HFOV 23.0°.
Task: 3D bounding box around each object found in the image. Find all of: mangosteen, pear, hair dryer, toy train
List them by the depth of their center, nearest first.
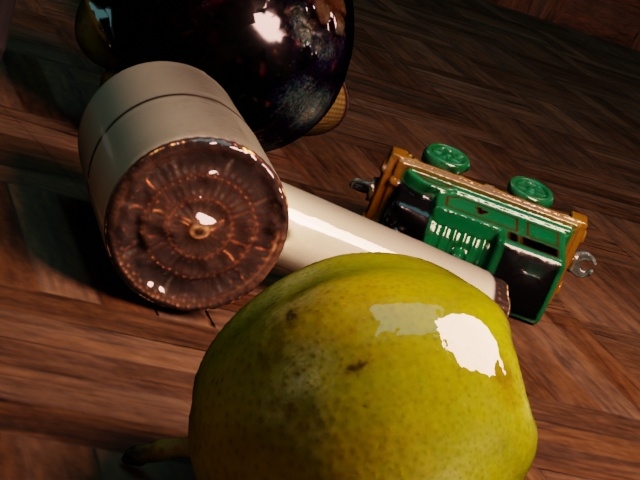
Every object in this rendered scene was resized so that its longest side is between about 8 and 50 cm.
[{"bbox_3d":[-0.002,0.093,0.786,0.216,0.166,0.180,-9,29,6],"label":"pear"},{"bbox_3d":[0.000,0.000,1.156,0.362,0.128,0.203,23,13,-21],"label":"hair dryer"},{"bbox_3d":[0.132,-0.004,1.352,0.228,0.091,0.136,20,27,-5],"label":"toy train"},{"bbox_3d":[-0.089,-0.174,1.364,0.243,0.243,0.243,19,16,-6],"label":"mangosteen"}]

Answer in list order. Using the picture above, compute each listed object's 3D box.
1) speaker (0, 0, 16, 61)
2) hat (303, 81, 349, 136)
[{"bbox_3d":[-0.350,-0.191,1.310,0.180,0.184,0.388,16,28,-13],"label":"speaker"},{"bbox_3d":[-0.075,-0.139,1.522,0.193,0.082,0.193,22,-28,13],"label":"hat"}]
